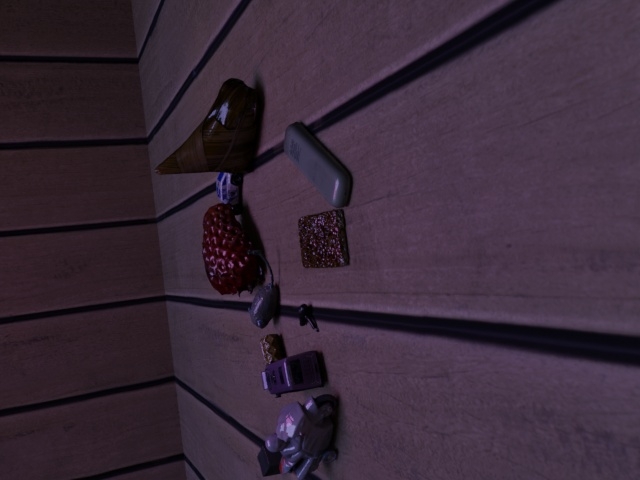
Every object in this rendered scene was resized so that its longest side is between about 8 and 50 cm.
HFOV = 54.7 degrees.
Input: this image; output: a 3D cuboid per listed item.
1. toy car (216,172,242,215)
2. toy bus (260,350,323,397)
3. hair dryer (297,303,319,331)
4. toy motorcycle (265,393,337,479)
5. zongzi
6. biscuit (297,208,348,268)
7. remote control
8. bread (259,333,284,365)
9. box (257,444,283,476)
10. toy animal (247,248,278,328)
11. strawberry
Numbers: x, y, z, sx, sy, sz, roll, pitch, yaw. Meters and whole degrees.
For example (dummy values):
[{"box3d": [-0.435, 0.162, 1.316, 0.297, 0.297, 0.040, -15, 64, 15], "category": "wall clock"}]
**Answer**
[{"box3d": [-0.292, -0.163, 1.971, 0.080, 0.070, 0.170, -140, 48, -57], "category": "toy car"}, {"box3d": [-0.073, 0.340, 1.563, 0.199, 0.108, 0.096, 142, 119, -62], "category": "toy bus"}, {"box3d": [-0.030, 0.206, 1.543, 0.083, 0.031, 0.079, 53, 153, 36], "category": "hair dryer"}, {"box3d": [-0.051, 0.469, 1.478, 0.110, 0.171, 0.260, -124, 39, -49], "category": "toy motorcycle"}, {"box3d": [-0.317, -0.303, 1.726, 0.134, 0.288, 0.286, 53, 142, 40], "category": "zongzi"}, {"box3d": [0.000, 0.000, 1.421, 0.231, 0.025, 0.131, 169, 94, -66], "category": "biscuit"}, {"box3d": [-0.014, -0.176, 1.392, 0.309, 0.038, 0.090, 51, 139, 49], "category": "remote control"}, {"box3d": [-0.133, 0.324, 1.756, 0.066, 0.060, 0.110, 112, 143, -69], "category": "bread"}, {"box3d": [-0.140, 0.648, 1.837, 0.122, 0.069, 0.084, 112, 145, -47], "category": "box"}, {"box3d": [-0.157, 0.141, 1.739, 0.070, 0.079, 0.252, 25, 123, 37], "category": "toy animal"}, {"box3d": [-0.291, 0.043, 1.880, 0.253, 0.150, 0.280, 22, 128, 59], "category": "strawberry"}]
